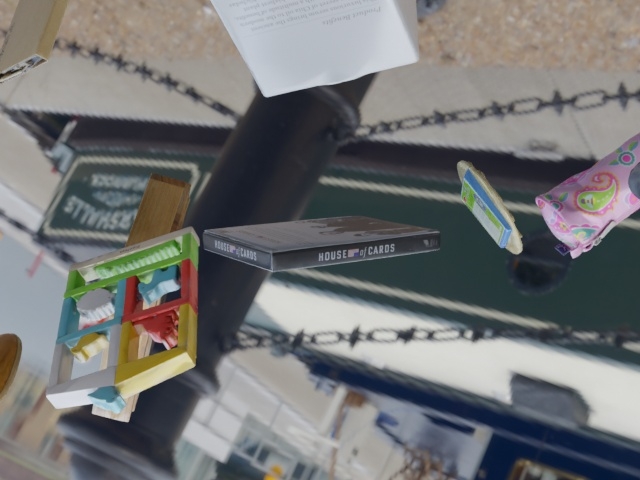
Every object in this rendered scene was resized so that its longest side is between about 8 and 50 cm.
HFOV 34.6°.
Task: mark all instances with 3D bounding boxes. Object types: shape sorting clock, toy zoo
[{"bbox_3d":[0.320,-0.064,1.935,0.206,0.040,0.206,53,176,5],"label":"shape sorting clock"},{"bbox_3d":[-0.252,0.109,1.336,0.192,0.293,0.030,-18,129,9],"label":"toy zoo"}]

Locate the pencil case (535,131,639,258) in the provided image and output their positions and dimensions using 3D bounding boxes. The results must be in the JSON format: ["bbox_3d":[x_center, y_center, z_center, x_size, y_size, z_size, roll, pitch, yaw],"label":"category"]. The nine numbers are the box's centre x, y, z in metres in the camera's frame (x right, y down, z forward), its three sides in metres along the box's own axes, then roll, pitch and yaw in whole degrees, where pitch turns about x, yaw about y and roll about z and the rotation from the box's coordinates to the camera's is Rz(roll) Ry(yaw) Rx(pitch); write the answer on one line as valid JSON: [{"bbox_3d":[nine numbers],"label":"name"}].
[{"bbox_3d":[0.484,-0.092,1.631,0.124,0.284,0.124,55,180,0],"label":"pencil case"}]

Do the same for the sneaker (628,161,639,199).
[{"bbox_3d":[0.451,-0.067,1.357,0.083,0.098,0.224,69,168,-10],"label":"sneaker"}]

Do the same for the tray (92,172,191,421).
[{"bbox_3d":[-0.299,0.106,1.709,0.076,0.202,0.410,15,136,-5],"label":"tray"}]

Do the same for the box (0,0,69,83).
[{"bbox_3d":[-0.351,-0.304,1.303,0.021,0.201,0.164,25,163,-33],"label":"box"}]

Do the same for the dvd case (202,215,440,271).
[{"bbox_3d":[0.000,0.000,1.272,0.239,0.029,0.179,-7,-169,-31],"label":"dvd case"}]

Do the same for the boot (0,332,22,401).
[{"bbox_3d":[-0.527,0.175,1.331,0.104,0.295,0.211,-27,119,34],"label":"boot"}]

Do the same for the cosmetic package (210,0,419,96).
[{"bbox_3d":[-0.045,-0.405,1.284,0.230,0.161,0.453,-10,142,16],"label":"cosmetic package"}]
